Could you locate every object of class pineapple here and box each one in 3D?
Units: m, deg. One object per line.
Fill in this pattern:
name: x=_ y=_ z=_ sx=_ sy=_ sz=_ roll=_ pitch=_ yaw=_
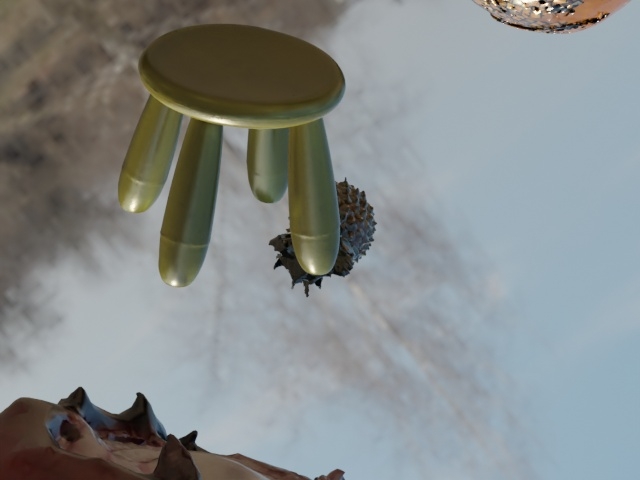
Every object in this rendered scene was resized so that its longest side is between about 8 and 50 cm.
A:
pineapple: x=0.000 y=0.000 z=1.416 sx=0.074 sy=0.074 sz=0.159 roll=-36 pitch=-176 yaw=15

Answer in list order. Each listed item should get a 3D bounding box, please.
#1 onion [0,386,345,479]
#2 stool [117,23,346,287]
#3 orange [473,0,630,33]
onion: x=-0.105 y=0.269 z=1.273 sx=0.341 sy=0.341 sz=0.341 roll=-37 pitch=-172 yaw=6
stool: x=-0.048 y=-0.048 z=1.011 sx=0.135 sy=0.134 sz=0.110 roll=-47 pitch=149 yaw=-54
orange: x=0.197 y=-0.264 z=1.409 sx=0.234 sy=0.182 sz=0.234 roll=-36 pitch=171 yaw=-7
